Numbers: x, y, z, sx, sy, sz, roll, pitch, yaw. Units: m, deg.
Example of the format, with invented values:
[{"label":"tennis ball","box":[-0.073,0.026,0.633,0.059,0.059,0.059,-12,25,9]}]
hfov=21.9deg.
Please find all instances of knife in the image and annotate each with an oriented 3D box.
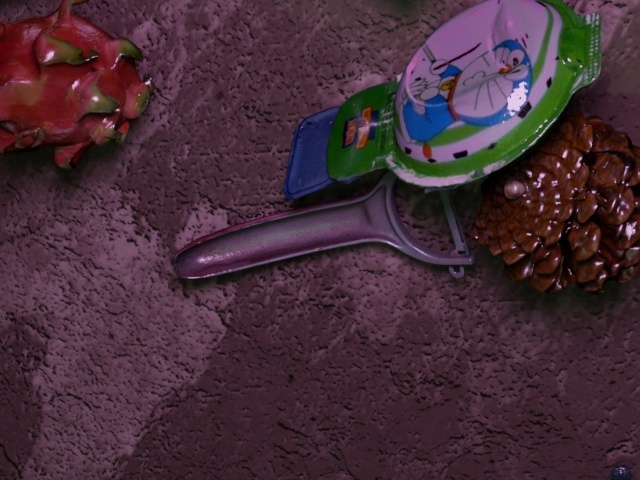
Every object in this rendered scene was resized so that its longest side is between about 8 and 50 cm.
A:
[{"label":"knife","box":[0.000,-0.001,1.525,0.278,0.053,0.123,-11,110,18]}]

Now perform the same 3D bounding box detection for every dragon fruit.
[{"label":"dragon fruit","box":[-0.267,-0.144,1.480,0.236,0.137,0.135,3,138,-4]}]

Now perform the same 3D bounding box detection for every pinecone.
[{"label":"pinecone","box":[0.220,-0.026,1.413,0.174,0.173,0.173,4,109,12]}]

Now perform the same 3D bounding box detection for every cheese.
[{"label":"cheese","box":[0.098,-0.114,1.407,0.320,0.204,0.083,-18,136,32]}]

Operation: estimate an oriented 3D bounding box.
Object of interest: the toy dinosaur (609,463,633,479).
[{"label":"toy dinosaur","box":[0.288,0.277,1.547,0.049,0.055,0.154,-4,109,19]}]
